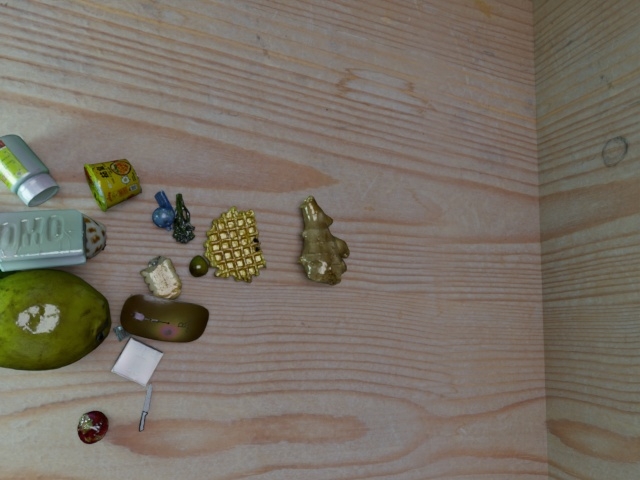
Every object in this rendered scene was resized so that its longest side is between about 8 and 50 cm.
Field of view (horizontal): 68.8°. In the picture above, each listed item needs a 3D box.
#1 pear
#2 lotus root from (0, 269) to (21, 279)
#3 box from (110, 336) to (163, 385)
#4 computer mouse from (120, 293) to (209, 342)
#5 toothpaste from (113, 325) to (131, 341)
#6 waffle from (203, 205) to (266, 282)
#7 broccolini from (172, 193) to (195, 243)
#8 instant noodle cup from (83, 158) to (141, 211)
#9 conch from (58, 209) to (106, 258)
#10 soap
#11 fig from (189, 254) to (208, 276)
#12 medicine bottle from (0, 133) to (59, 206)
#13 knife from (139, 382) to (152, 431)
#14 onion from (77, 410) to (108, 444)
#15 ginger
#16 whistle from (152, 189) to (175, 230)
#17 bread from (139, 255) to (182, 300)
[{"bbox_3d":[-0.886,0.250,1.474,0.412,0.352,0.352,-4,83,-15],"label":"pear"},{"bbox_3d":[-1.114,0.085,1.523,0.186,0.186,0.186,4,80,-20],"label":"lotus root"},{"bbox_3d":[-0.658,0.434,1.680,0.130,0.051,0.129,32,72,-19],"label":"box"},{"bbox_3d":[-0.559,0.283,1.697,0.310,0.072,0.158,17,99,-28],"label":"computer mouse"},{"bbox_3d":[-0.649,0.302,1.721,0.205,0.036,0.056,-25,104,-20],"label":"toothpaste"},{"bbox_3d":[-0.328,0.023,1.876,0.283,0.065,0.310,33,75,-11],"label":"waffle"},{"bbox_3d":[-0.542,-0.087,1.811,0.091,0.068,0.203,-14,85,-3],"label":"broccolini"},{"bbox_3d":[-0.750,-0.212,1.700,0.144,0.182,0.182,-26,91,-31],"label":"instant noodle cup"},{"bbox_3d":[-0.891,-0.016,1.619,0.274,0.148,0.183,-17,83,-25],"label":"conch"},{"bbox_3d":[-0.895,-0.004,1.464,0.289,0.095,0.173,-5,62,-19],"label":"soap"},{"bbox_3d":[-0.472,0.096,1.806,0.073,0.074,0.088,-2,63,-21],"label":"fig"},{"bbox_3d":[-1.029,-0.240,1.610,0.139,0.139,0.225,-42,97,-22],"label":"medicine bottle"},{"bbox_3d":[-0.630,0.602,1.691,0.023,0.010,0.170,12,76,-18],"label":"knife"},{"bbox_3d":[-0.773,0.634,1.590,0.107,0.097,0.107,-5,73,17],"label":"onion"},{"bbox_3d":[0.025,0.000,1.963,0.236,0.166,0.376,4,85,-11],"label":"ginger"},{"bbox_3d":[-0.606,-0.106,1.779,0.090,0.090,0.158,-29,92,-23],"label":"whistle"},{"bbox_3d":[-0.592,0.145,1.741,0.119,0.084,0.177,-25,91,-21],"label":"bread"}]
